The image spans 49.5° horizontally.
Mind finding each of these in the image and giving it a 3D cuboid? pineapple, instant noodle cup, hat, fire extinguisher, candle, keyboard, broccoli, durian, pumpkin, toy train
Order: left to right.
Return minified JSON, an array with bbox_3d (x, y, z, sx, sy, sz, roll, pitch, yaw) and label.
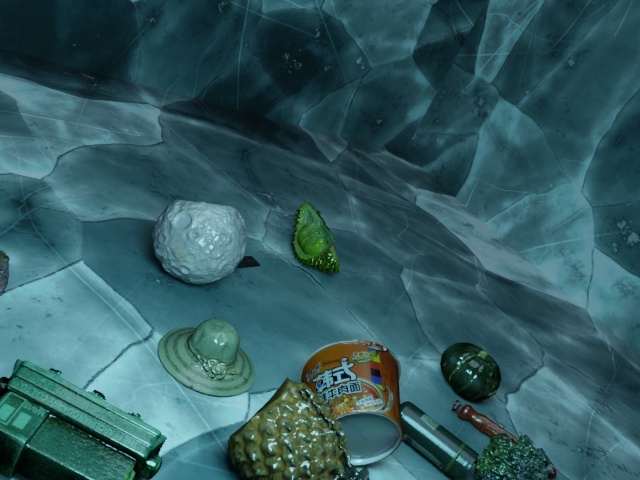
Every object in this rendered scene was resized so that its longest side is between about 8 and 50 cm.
[{"bbox_3d":[-0.444,0.353,1.211,0.330,0.138,0.178,29,32,-3],"label":"toy train"},{"bbox_3d":[-0.250,0.249,1.658,0.252,0.110,0.252,22,24,-10],"label":"hat"},{"bbox_3d":[-0.255,0.067,2.160,0.053,0.010,0.155,40,26,30],"label":"keyboard"},{"bbox_3d":[-0.003,0.463,1.389,0.357,0.223,0.223,43,25,7],"label":"pineapple"},{"bbox_3d":[0.000,0.000,2.376,0.158,0.169,0.352,16,25,-25],"label":"durian"},{"bbox_3d":[0.080,0.380,1.598,0.250,0.250,0.192,19,33,-19],"label":"instant noodle cup"},{"bbox_3d":[0.250,0.481,1.749,0.294,0.093,0.118,35,-2,19],"label":"fire extinguisher"},{"bbox_3d":[0.451,0.391,2.081,0.190,0.146,0.190,38,29,-26],"label":"pumpkin"},{"bbox_3d":[0.514,0.552,1.943,0.329,0.048,0.051,34,37,13],"label":"candle"},{"bbox_3d":[0.506,0.581,1.764,0.198,0.177,0.275,44,9,20],"label":"broccoli"}]

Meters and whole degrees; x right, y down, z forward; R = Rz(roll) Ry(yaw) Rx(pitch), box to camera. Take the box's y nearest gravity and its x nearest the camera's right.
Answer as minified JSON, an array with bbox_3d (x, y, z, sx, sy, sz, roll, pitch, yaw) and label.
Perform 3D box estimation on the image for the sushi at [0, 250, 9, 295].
[{"bbox_3d":[-0.793,0.046,1.498,0.241,0.107,0.161,21,20,-14],"label":"sushi"}]

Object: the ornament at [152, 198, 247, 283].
[{"bbox_3d":[-0.335,0.005,1.919,0.260,0.225,0.259,7,3,0],"label":"ornament"}]
